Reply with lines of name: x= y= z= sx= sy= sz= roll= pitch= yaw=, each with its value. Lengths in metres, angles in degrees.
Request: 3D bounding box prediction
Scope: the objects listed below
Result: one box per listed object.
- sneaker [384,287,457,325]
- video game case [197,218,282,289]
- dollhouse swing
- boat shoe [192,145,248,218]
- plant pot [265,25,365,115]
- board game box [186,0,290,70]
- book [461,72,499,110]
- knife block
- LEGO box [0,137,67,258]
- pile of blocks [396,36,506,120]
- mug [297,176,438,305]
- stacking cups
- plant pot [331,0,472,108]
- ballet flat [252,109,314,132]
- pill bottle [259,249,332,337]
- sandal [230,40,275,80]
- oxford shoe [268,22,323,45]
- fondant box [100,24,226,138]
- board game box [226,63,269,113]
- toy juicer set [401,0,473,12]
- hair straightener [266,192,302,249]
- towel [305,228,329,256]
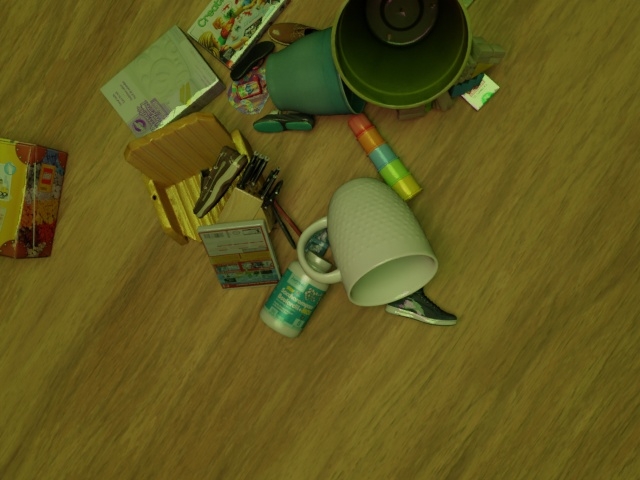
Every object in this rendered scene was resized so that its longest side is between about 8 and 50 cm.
sneaker: x=0.329 y=0.171 z=1.851 sx=0.226 sy=0.086 sz=0.163 roll=14 pitch=94 yaw=8
video game case: x=-0.244 y=0.050 z=1.850 sx=0.204 sy=0.285 sz=0.025 roll=-6 pitch=46 yaw=7
dollhouse swing: x=-0.376 y=-0.177 z=1.827 sx=0.347 sy=0.305 sz=0.315 roll=-23 pitch=87 yaw=5
boat shoe: x=-0.317 y=-0.178 z=1.759 sx=0.095 sy=0.095 sz=0.257 roll=40 pitch=117 yaw=-5
plant pot: x=-0.019 y=-0.505 z=1.819 sx=0.255 sy=0.272 sz=0.271 roll=-4 pitch=89 yaw=22
board game box: x=-0.266 y=-0.733 z=1.939 sx=0.193 sy=0.053 sz=0.305 roll=40 pitch=94 yaw=6
book: x=0.475 y=-0.490 z=1.865 sx=0.144 sy=0.035 sz=0.096 roll=43 pitch=100 yaw=4
knife block: x=-0.239 y=-0.132 z=1.791 sx=0.276 sy=0.088 sz=0.242 roll=-12 pitch=116 yaw=14
LEGO box: x=-1.150 y=-0.164 z=1.971 sx=0.501 sy=0.193 sz=0.372 roll=11 pitch=91 yaw=7
pile of blocks: x=0.383 y=-0.503 z=1.829 sx=0.362 sy=0.149 sz=0.112 roll=-26 pitch=50 yaw=11
mug: x=0.113 y=0.002 z=1.760 sx=0.374 sy=0.276 sz=0.328 roll=-19 pitch=59 yaw=-2
stacking cups: x=0.201 y=-0.265 z=1.863 sx=0.096 sy=0.096 sz=0.316 roll=-33 pitch=86 yaw=6
plant pot: x=0.233 y=-0.617 z=1.702 sx=0.367 sy=0.353 sz=0.366 roll=4 pitch=126 yaw=6
ballet flat: x=-0.117 y=-0.389 z=1.919 sx=0.203 sy=0.074 sz=0.074 roll=1 pitch=90 yaw=13
pill bottle: x=-0.068 y=0.163 z=1.868 sx=0.146 sy=0.146 sz=0.264 roll=32 pitch=94 yaw=6
sandal: x=-0.219 y=-0.582 z=1.936 sx=0.179 sy=0.040 sz=0.067 roll=-42 pitch=55 yaw=3
oxford shoe: x=-0.070 y=-0.667 z=1.906 sx=0.212 sy=0.076 sz=0.076 roll=10 pitch=93 yaw=8
fondant box: x=-0.513 y=-0.499 z=1.947 sx=0.330 sy=0.096 sz=0.238 roll=-38 pitch=86 yaw=6
board game box: x=-0.232 y=-0.502 z=1.945 sx=0.133 sy=0.033 sz=0.168 roll=30 pitch=93 yaw=6
toy juicer set: x=0.345 y=-0.781 z=1.849 sx=0.329 sy=0.089 sz=0.209 roll=20 pitch=92 yaw=6
hair straightener: x=-0.141 y=-0.058 z=1.884 sx=0.089 sy=0.047 sz=0.230 roll=-34 pitch=115 yaw=7
towel: x=0.000 y=0.000 z=1.919 sx=0.067 sy=0.029 sz=0.119 roll=30 pitch=93 yaw=5
